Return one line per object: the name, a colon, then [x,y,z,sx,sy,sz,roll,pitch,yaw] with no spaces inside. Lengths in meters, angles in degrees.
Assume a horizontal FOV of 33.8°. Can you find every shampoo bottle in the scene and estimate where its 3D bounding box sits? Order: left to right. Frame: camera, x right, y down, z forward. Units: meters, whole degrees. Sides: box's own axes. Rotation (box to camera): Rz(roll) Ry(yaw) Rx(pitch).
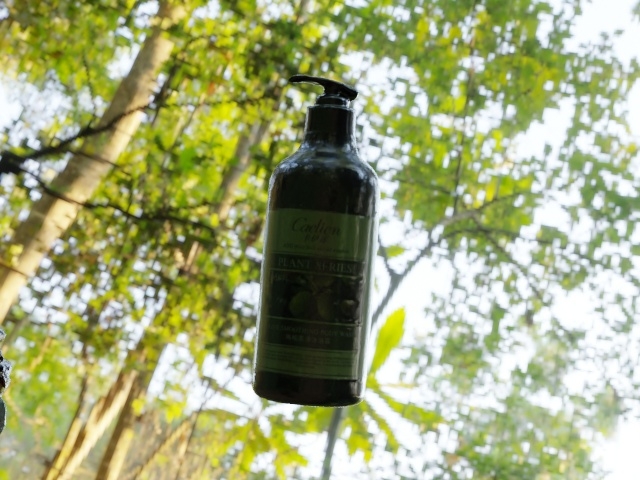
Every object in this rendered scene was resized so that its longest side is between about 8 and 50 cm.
shampoo bottle: [0.000,0.000,0.925,0.101,0.284,0.101,5,-3,0]

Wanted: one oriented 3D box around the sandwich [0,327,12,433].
sandwich: [-0.329,0.092,0.626,0.301,0.162,0.250,2,-64,12]
